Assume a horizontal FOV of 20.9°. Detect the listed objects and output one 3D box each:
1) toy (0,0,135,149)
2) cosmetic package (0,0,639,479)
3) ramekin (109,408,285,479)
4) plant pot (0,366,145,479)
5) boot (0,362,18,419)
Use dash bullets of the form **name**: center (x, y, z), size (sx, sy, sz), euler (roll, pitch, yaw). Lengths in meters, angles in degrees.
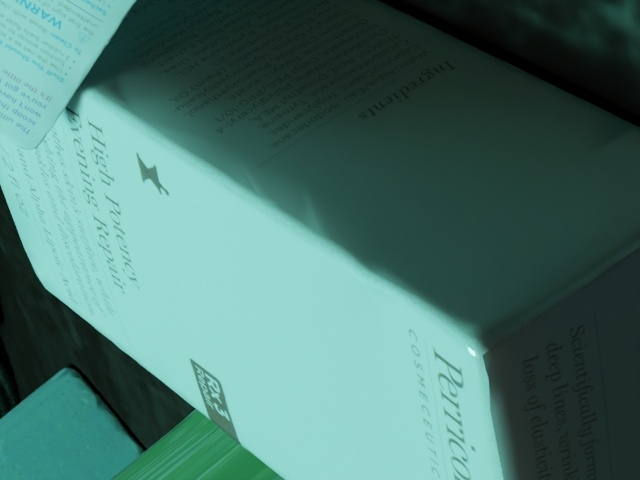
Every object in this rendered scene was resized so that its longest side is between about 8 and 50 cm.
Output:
- **toy**: center (-0.068, -0.139, 0.393), size (0.137, 0.056, 0.237), euler (33, 134, -10)
- **cosmetic package**: center (0.000, 0.000, 0.477), size (0.231, 0.085, 0.117), euler (33, 147, 43)
- **ramekin**: center (0.008, 0.198, 0.618), size (0.303, 0.148, 0.303), euler (42, 151, 29)
- **plant pot**: center (-0.159, 0.267, 0.882), size (0.247, 0.252, 0.248), euler (48, 153, 21)
- **boot**: center (-0.251, 0.040, 0.992), size (0.161, 0.083, 0.246), euler (44, 144, 28)
